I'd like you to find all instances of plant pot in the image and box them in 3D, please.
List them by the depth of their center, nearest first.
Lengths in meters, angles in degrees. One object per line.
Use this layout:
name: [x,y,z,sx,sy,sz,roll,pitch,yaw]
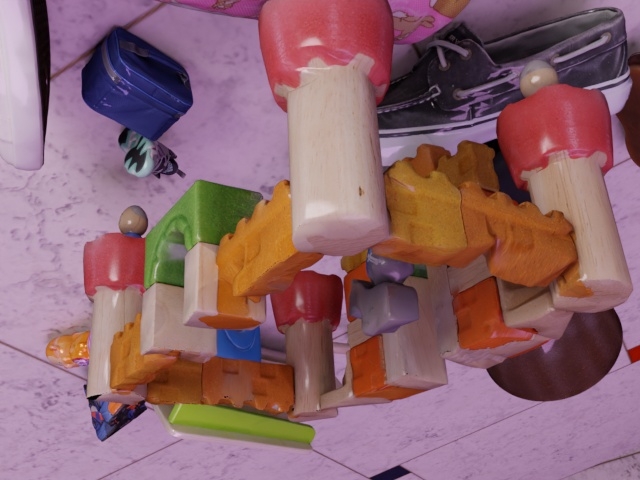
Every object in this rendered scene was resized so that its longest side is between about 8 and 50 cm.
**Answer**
plant pot: [0.302,0.082,1.074,0.215,0.215,0.230,-27,128,12]

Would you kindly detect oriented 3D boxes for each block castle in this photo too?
block castle: [0.000,0.000,0.633,0.303,0.213,0.453,13,149,-30]

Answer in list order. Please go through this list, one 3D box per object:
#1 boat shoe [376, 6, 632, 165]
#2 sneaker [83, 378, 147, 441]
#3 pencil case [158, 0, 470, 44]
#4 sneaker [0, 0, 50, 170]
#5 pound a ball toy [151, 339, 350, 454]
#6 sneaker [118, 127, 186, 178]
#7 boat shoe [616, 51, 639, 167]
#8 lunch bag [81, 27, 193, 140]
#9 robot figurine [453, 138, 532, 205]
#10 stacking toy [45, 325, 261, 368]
boat shoe: [0.151,-0.167,0.761,0.335,0.121,0.119,-14,121,-2]
sneaker: [-0.313,0.236,1.108,0.083,0.087,0.221,-31,168,-32]
pencil case: [-0.069,-0.224,0.475,0.386,0.167,0.160,-5,101,-37]
sneaker: [-0.279,-0.182,0.568,0.123,0.106,0.290,-4,130,-13]
pound a ball toy: [-0.075,0.199,1.134,0.319,0.136,0.208,20,104,-39]
sneaker: [-0.162,-0.078,0.737,0.038,0.098,0.069,-45,126,11]
boat shoe: [0.402,-0.165,0.892,0.073,0.073,0.207,-57,145,-10]
lunch bag: [-0.163,-0.144,0.681,0.065,0.067,0.098,-39,138,26]
robot figurine: [0.158,-0.017,0.856,0.209,0.173,0.278,8,144,-45]
stacking toy: [-0.237,0.126,0.957,0.302,0.165,0.175,-14,155,20]
